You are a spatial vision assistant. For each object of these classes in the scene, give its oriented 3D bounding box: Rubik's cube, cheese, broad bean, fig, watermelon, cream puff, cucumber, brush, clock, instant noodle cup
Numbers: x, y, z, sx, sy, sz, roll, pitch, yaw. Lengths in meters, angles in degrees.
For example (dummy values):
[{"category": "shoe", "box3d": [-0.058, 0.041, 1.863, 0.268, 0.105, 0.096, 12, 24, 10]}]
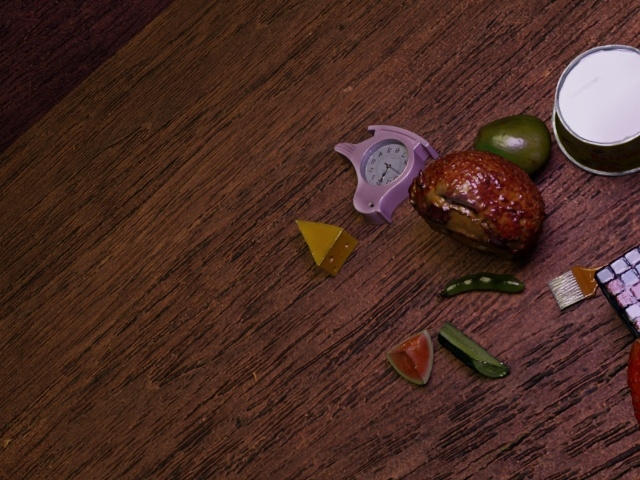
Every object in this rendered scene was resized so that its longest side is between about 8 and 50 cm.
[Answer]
[{"category": "Rubik's cube", "box3d": [0.721, 0.119, 1.668, 0.187, 0.184, 0.182, -36, 52, 14]}, {"category": "cheese", "box3d": [0.000, 0.000, 2.247, 0.171, 0.093, 0.126, 34, 89, 40]}, {"category": "broad bean", "box3d": [0.400, 0.114, 1.969, 0.227, 0.039, 0.069, -13, 53, 28]}, {"category": "fig", "box3d": [0.486, -0.239, 2.001, 0.191, 0.181, 0.181, 13, 67, -9]}, {"category": "watermelon", "box3d": [0.232, 0.293, 1.947, 0.125, 0.094, 0.135, -30, 57, 6]}, {"category": "cream puff", "box3d": [0.386, -0.097, 1.895, 0.350, 0.350, 0.228, 24, 88, 39]}, {"category": "cucumber", "box3d": [0.355, 0.271, 1.902, 0.220, 0.070, 0.046, 36, 117, 41]}, {"category": "brush", "box3d": [0.687, 0.061, 1.830, 0.314, 0.017, 0.090, -28, 54, 16]}, {"category": "clock", "box3d": [0.152, -0.203, 2.267, 0.290, 0.080, 0.275, 27, 82, 39]}, {"category": "instant noodle cup", "box3d": [0.684, -0.312, 1.838, 0.311, 0.221, 0.311, -2, 86, 24]}]

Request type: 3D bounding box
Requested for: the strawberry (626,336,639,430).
[{"category": "strawberry", "box3d": [0.711, 0.298, 1.516, 0.257, 0.257, 0.277, -40, 68, 8]}]
